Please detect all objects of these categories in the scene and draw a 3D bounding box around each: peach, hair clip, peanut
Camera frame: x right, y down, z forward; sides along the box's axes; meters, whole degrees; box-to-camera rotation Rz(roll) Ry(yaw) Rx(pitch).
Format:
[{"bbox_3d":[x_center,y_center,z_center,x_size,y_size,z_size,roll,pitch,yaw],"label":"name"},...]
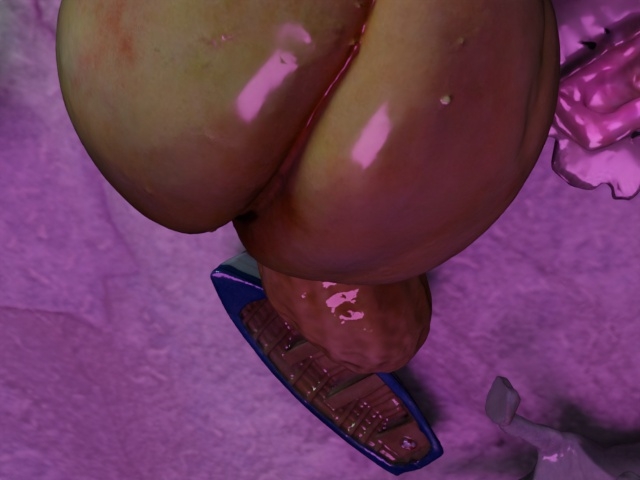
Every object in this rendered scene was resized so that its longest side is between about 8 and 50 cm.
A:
[{"bbox_3d":[-0.002,-0.111,1.088,0.292,0.247,0.292,9,127,12],"label":"peach"},{"bbox_3d":[0.244,-0.121,1.123,0.300,0.069,0.173,-22,115,45],"label":"hair clip"},{"bbox_3d":[0.000,0.000,1.290,0.108,0.095,0.226,-14,123,24],"label":"peanut"}]

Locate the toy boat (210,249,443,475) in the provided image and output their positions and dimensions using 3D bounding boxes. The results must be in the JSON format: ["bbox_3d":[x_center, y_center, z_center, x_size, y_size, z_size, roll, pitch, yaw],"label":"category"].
[{"bbox_3d":[0.004,0.086,1.395,0.080,0.046,0.229,-30,115,37],"label":"toy boat"}]

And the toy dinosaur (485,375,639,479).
[{"bbox_3d":[0.156,0.183,1.380,0.205,0.092,0.393,21,137,-41],"label":"toy dinosaur"}]
